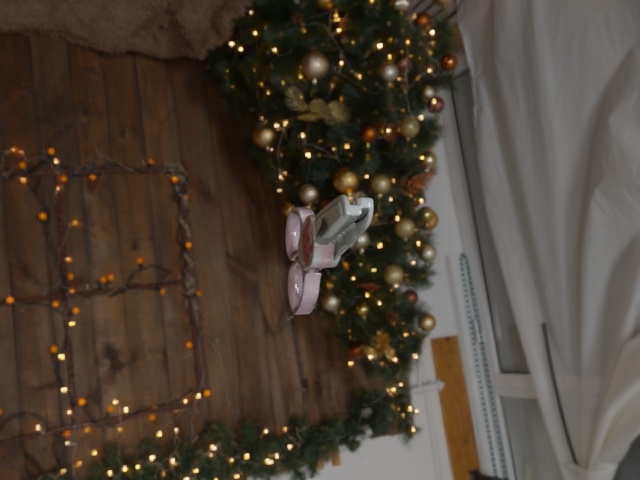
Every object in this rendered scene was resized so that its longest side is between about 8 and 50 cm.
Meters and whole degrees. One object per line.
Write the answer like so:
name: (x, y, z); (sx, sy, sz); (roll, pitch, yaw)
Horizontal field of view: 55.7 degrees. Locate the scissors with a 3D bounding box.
scissors: (0.000, 0.000, 0.583); (0.030, 0.118, 0.242); (0, 166, -15)
